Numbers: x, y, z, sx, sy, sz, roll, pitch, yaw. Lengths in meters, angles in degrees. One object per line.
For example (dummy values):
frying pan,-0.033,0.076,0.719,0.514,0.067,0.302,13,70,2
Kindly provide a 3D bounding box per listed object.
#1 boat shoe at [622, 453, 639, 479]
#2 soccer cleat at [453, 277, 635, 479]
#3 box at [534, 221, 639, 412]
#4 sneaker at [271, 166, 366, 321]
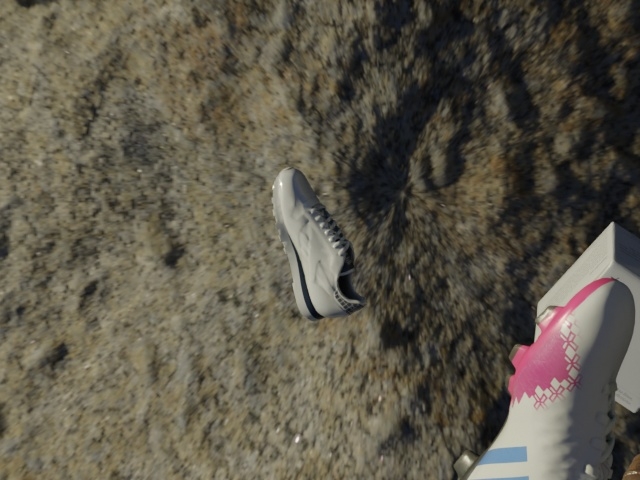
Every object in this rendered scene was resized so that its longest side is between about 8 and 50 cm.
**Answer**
boat shoe,0.513,0.403,1.512,0.095,0.095,0.257,-7,134,32
soccer cleat,0.220,0.182,0.917,0.143,0.116,0.331,45,134,30
box,0.423,0.108,1.439,0.181,0.119,0.182,33,122,-4
sneaker,0.000,0.000,1.528,0.094,0.090,0.235,-15,95,34
